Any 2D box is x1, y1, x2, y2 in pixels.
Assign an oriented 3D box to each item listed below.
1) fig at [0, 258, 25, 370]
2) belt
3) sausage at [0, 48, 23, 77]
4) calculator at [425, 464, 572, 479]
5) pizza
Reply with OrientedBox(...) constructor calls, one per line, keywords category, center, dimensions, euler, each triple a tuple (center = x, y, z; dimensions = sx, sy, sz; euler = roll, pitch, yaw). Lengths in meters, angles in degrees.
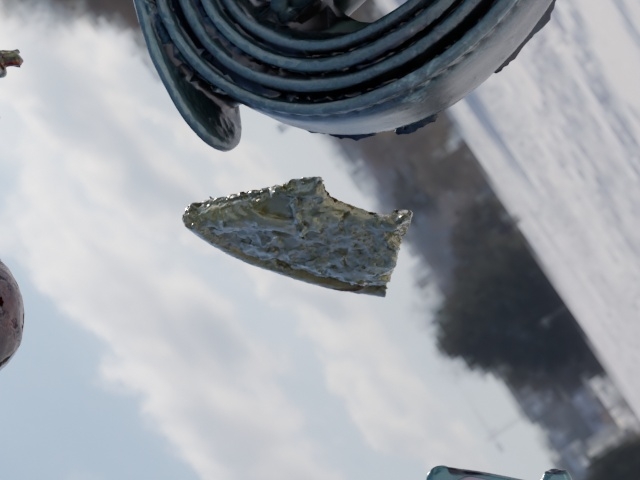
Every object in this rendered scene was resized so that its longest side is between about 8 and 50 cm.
OrientedBox(category="fig", center=(-0.388, 0.081, 1.443), dimensions=(0.204, 0.249, 0.186), euler=(45, -171, 4))
OrientedBox(category="belt", center=(0.015, -0.160, 0.791), dimensions=(0.206, 0.267, 0.116), euler=(29, -176, 12))
OrientedBox(category="sausage", center=(-0.436, -0.109, 1.640), dimensions=(0.125, 0.317, 0.117), euler=(56, 178, 34))
OrientedBox(category="calculator", center=(0.133, 0.192, 1.080), dimensions=(0.019, 0.141, 0.094), euler=(117, 164, -77))
OrientedBox(category="pizza", center=(0.000, 0.000, 1.390), dimensions=(0.181, 0.034, 0.262), euler=(26, 161, -21))
